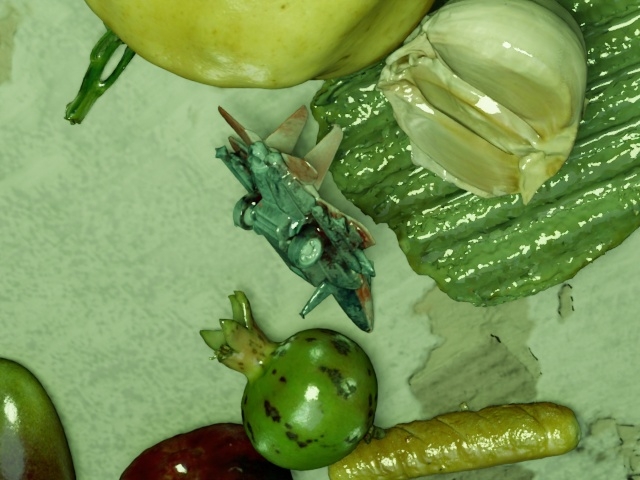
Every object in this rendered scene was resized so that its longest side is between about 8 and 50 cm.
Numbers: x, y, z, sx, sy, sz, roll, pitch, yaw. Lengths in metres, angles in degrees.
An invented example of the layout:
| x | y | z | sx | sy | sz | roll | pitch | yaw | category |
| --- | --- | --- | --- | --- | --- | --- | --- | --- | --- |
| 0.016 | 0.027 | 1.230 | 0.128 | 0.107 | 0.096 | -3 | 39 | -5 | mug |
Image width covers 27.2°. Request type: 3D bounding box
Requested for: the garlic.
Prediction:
| x | y | z | sx | sy | sz | roll | pitch | yaw | category |
| --- | --- | --- | --- | --- | --- | --- | --- | --- | --- |
| 0.158 | -0.146 | 1.163 | 0.178 | 0.143 | 0.229 | 34 | 158 | 4 | garlic |

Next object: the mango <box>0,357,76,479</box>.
| x | y | z | sx | sy | sz | roll | pitch | yaw | category |
| --- | --- | --- | --- | --- | --- | --- | --- | --- | --- |
| -0.346 | 0.257 | 1.493 | 0.133 | 0.111 | 0.267 | -1 | 115 | 16 | mango |

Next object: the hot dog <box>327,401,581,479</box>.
| x | y | z | sx | sy | sz | roll | pitch | yaw | category |
| --- | --- | --- | --- | --- | --- | --- | --- | --- | --- |
| 0.145 | 0.228 | 1.475 | 0.286 | 0.088 | 0.061 | -15 | 112 | 7 | hot dog |

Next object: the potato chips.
| x | y | z | sx | sy | sz | roll | pitch | yaw | category |
| --- | --- | --- | --- | --- | --- | --- | --- | --- | --- |
| 0.205 | -0.130 | 1.280 | 0.429 | 0.070 | 0.358 | -26 | 113 | 15 | potato chips |

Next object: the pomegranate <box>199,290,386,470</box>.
| x | y | z | sx | sy | sz | roll | pitch | yaw | category |
| --- | --- | --- | --- | --- | --- | --- | --- | --- | --- |
| -0.030 | 0.144 | 1.414 | 0.156 | 0.156 | 0.220 | -41 | 79 | 22 | pomegranate |

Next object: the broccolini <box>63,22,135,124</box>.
| x | y | z | sx | sy | sz | roll | pitch | yaw | category |
| --- | --- | --- | --- | --- | --- | --- | --- | --- | --- |
| -0.197 | -0.179 | 1.272 | 0.074 | 0.058 | 0.201 | 30 | 115 | -6 | broccolini |

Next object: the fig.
| x | y | z | sx | sy | sz | roll | pitch | yaw | category |
| --- | --- | --- | --- | --- | --- | --- | --- | --- | --- |
| -0.111 | 0.329 | 1.490 | 0.204 | 0.186 | 0.249 | -28 | 124 | -4 | fig |

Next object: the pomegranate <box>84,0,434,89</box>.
| x | y | z | sx | sy | sz | roll | pitch | yaw | category |
| --- | --- | --- | --- | --- | --- | --- | --- | --- | --- |
| -0.044 | -0.279 | 1.063 | 0.333 | 0.332 | 0.332 | 1 | 119 | 2 | pomegranate |

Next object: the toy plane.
| x | y | z | sx | sy | sz | roll | pitch | yaw | category |
| --- | --- | --- | --- | --- | --- | --- | --- | --- | --- |
| -0.005 | 0.004 | 1.323 | 0.104 | 0.223 | 0.326 | -38 | 137 | -20 | toy plane |
